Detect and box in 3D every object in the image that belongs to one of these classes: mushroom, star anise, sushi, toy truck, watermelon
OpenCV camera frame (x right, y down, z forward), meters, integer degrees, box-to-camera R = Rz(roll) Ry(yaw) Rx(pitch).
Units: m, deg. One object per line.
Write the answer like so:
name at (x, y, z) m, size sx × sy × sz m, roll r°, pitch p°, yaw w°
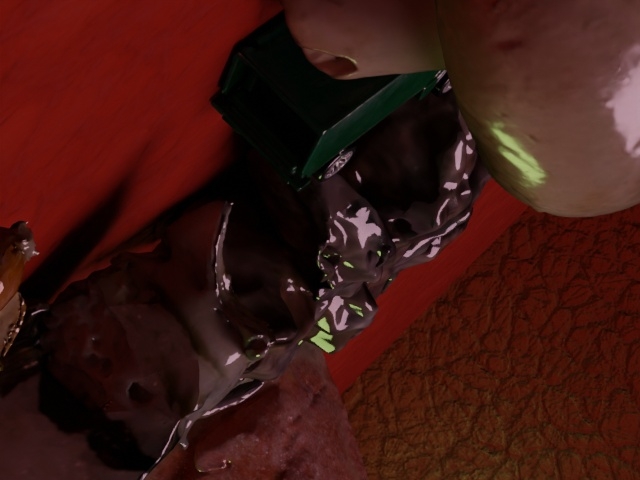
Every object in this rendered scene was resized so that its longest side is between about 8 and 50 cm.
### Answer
mushroom at (0.082, -0.110, 0.717) m, size 0.204 × 0.204 × 0.204 m, roll -43°, pitch 172°, yaw -7°
star anise at (0.002, -0.001, 1.002) m, size 0.332 × 0.117 × 0.332 m, roll -38°, pitch 175°, yaw -4°
sushi at (-0.118, 0.080, 0.848) m, size 0.273 × 0.134 × 0.109 m, roll -54°, pitch 173°, yaw 11°
toy truck at (0.020, -0.090, 0.824) m, size 0.147 × 0.065 × 0.079 m, roll -38°, pitch 168°, yaw -31°
watermelon at (-0.055, 0.209, 1.423) m, size 0.283 × 0.292 × 0.250 m, roll -48°, pitch -159°, yaw 21°

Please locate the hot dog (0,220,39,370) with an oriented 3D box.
hot dog at (-0.204, 0.081, 0.566) m, size 0.269 × 0.072 × 0.109 m, roll -43°, pitch 170°, yaw -14°
